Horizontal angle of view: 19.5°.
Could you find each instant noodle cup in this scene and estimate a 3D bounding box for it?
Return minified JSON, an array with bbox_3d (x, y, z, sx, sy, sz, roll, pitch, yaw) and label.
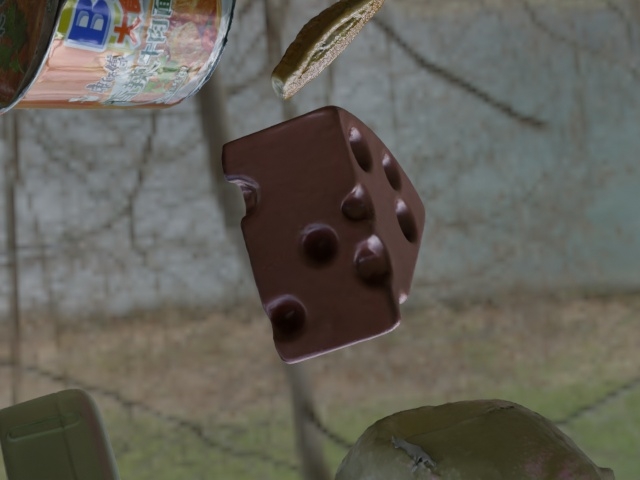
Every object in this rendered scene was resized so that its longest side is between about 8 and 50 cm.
[{"bbox_3d":[-0.233,-0.253,1.831,0.214,0.296,0.296,3,165,-38],"label":"instant noodle cup"}]

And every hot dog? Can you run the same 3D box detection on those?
[{"bbox_3d":[0.006,-0.168,1.511,0.028,0.137,0.044,35,156,20],"label":"hot dog"}]

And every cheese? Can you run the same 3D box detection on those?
[{"bbox_3d":[-0.006,-0.026,1.640,0.128,0.177,0.203,-18,-154,22],"label":"cheese"}]

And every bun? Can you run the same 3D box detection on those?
[{"bbox_3d":[0.124,0.230,1.285,0.168,0.273,0.273,-20,175,-29],"label":"bun"}]

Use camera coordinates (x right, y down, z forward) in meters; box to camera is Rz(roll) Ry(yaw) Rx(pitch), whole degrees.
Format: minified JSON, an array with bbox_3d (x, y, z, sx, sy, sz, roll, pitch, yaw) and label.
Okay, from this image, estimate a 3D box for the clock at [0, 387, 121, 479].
[{"bbox_3d":[-0.212,0.325,1.731,0.108,0.265,0.324,-16,129,-9],"label":"clock"}]
